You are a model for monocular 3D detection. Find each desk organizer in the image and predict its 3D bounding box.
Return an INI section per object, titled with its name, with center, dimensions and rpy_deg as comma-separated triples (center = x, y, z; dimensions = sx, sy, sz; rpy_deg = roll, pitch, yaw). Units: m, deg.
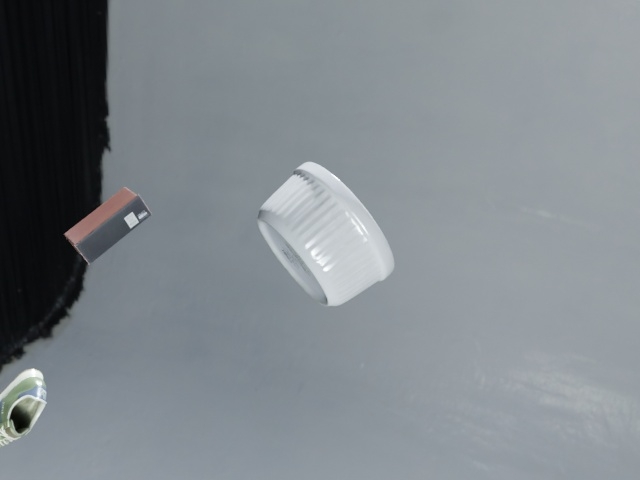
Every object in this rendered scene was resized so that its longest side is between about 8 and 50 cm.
[desk organizer]
center = -0.349, -0.027, 1.172
dimensions = 0.130, 0.047, 0.050
rpy_deg = -42, 44, -18

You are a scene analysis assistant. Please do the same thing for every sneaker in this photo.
[sneaker]
center = -0.556, 0.325, 1.266
dimensions = 0.064, 0.192, 0.086
rpy_deg = 42, -3, -42

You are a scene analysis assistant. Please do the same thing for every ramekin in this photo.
[ramekin]
center = 0.000, 0.000, 1.039
dimensions = 0.109, 0.207, 0.207
rpy_deg = -40, 45, -12
